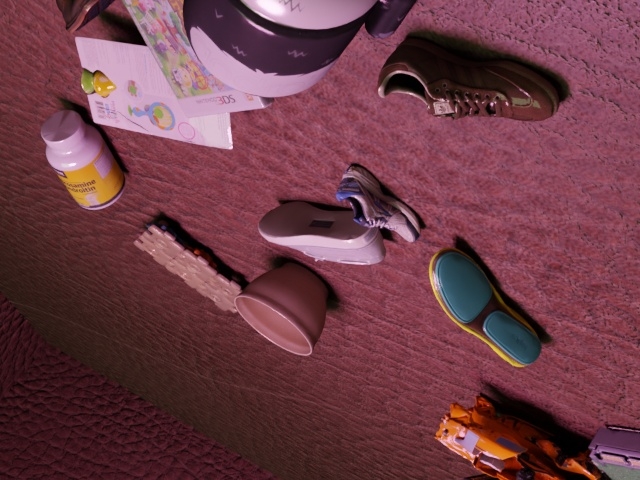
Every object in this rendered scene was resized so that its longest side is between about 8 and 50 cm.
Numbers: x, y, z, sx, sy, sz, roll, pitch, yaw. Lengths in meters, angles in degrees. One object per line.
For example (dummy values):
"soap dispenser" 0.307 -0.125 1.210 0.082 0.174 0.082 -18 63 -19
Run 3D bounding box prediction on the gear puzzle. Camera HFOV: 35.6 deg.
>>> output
"gear puzzle" -0.211 0.073 1.989 0.339 0.044 0.175 38 156 -11

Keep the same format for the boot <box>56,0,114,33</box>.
"boot" -0.321 -0.327 1.269 0.106 0.082 0.219 52 171 -17

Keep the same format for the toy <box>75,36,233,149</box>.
"toy" -0.223 -0.215 1.391 0.237 0.056 0.136 11 127 20

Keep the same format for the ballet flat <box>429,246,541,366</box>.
"ballet flat" 0.214 0.092 1.376 0.231 0.077 0.077 44 173 -22

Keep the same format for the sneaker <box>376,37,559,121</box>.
"sneaker" 0.144 -0.145 1.005 0.188 0.071 0.066 23 154 31

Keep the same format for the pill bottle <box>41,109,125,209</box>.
"pill bottle" -0.426 -0.145 1.781 0.103 0.103 0.184 24 155 28

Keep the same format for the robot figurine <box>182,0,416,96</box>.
"robot figurine" -0.036 -0.245 0.946 0.173 0.209 0.278 58 158 4

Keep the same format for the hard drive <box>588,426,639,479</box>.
"hard drive" 0.578 0.405 1.467 0.339 0.064 0.237 45 156 -21

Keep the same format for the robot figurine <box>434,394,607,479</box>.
"robot figurine" 0.342 0.350 1.598 0.291 0.085 0.211 24 -168 28

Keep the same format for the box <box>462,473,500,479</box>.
"box" 0.368 0.456 1.653 0.184 0.103 0.261 13 -176 40

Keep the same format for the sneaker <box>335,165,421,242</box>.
"sneaker" 0.074 -0.036 1.337 0.135 0.058 0.052 40 157 -9

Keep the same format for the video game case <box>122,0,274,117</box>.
"video game case" -0.163 -0.253 1.234 0.193 0.023 0.212 3 126 53

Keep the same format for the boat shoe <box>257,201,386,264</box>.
"boat shoe" 0.001 -0.001 1.481 0.227 0.079 0.081 8 141 43

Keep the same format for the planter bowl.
"planter bowl" -0.053 0.108 1.732 0.162 0.109 0.162 31 158 14
